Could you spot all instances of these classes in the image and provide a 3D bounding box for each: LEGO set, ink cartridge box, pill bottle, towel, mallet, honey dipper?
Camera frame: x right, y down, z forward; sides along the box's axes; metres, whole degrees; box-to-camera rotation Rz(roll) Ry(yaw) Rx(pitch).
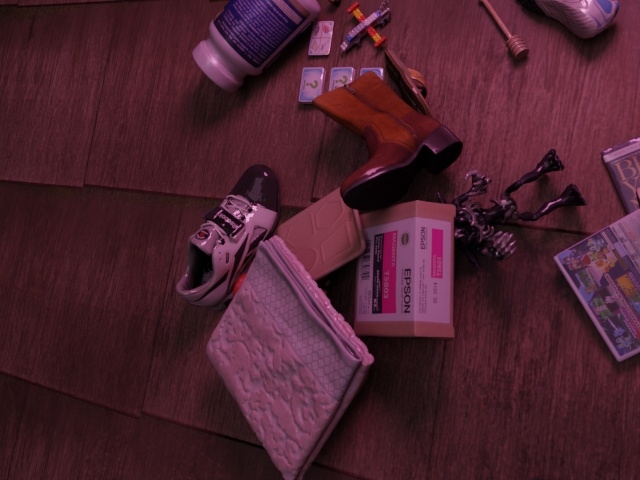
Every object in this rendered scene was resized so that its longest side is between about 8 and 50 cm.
[{"bbox_3d":[0.049,-0.407,1.422,0.182,0.060,0.245,6,83,22],"label":"LEGO set"},{"bbox_3d":[0.147,0.058,1.225,0.193,0.088,0.235,-15,70,60],"label":"ink cartridge box"},{"bbox_3d":[-0.140,-0.451,1.460,0.264,0.153,0.153,-41,66,17],"label":"pill bottle"},{"bbox_3d":[-0.074,0.210,1.230,0.332,0.053,0.317,50,125,35],"label":"towel"},{"bbox_3d":[0.012,0.105,1.302,0.062,0.039,0.190,21,46,20],"label":"mallet"},{"bbox_3d":[0.343,-0.411,1.299,0.030,0.030,0.161,-31,66,17],"label":"honey dipper"}]

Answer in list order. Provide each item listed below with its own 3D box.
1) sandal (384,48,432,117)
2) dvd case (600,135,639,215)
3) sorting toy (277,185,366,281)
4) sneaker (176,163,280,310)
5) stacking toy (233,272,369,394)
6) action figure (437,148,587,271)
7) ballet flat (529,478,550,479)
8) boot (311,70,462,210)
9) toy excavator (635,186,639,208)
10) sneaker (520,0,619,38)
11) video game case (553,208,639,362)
[{"bbox_3d":[0.179,-0.307,1.342,0.049,0.072,0.180,-21,68,-8],"label":"sandal"},{"bbox_3d":[0.586,-0.081,1.129,0.164,0.018,0.222,-23,72,20],"label":"dvd case"},{"bbox_3d":[0.000,0.000,1.341,0.208,0.038,0.193,-35,40,24],"label":"sorting toy"},{"bbox_3d":[-0.192,-0.012,1.417,0.122,0.146,0.331,23,90,28],"label":"sneaker"},{"bbox_3d":[-0.057,0.177,1.332,0.141,0.141,0.330,-49,60,10],"label":"stacking toy"},{"bbox_3d":[0.303,-0.050,1.192,0.275,0.141,0.164,-30,81,16],"label":"action figure"},{"bbox_3d":[0.432,0.423,1.085,0.203,0.074,0.074,-3,80,23],"label":"ballet flat"},{"bbox_3d":[0.076,-0.199,1.259,0.264,0.096,0.280,-34,58,-17],"label":"boot"},{"bbox_3d":[0.568,0.168,0.939,0.222,0.433,0.446,-17,109,22],"label":"toy excavator"},{"bbox_3d":[0.431,-0.451,1.242,0.086,0.085,0.237,-36,63,-12],"label":"sneaker"},{"bbox_3d":[0.515,0.068,1.119,0.183,0.023,0.201,-33,76,19],"label":"video game case"}]
